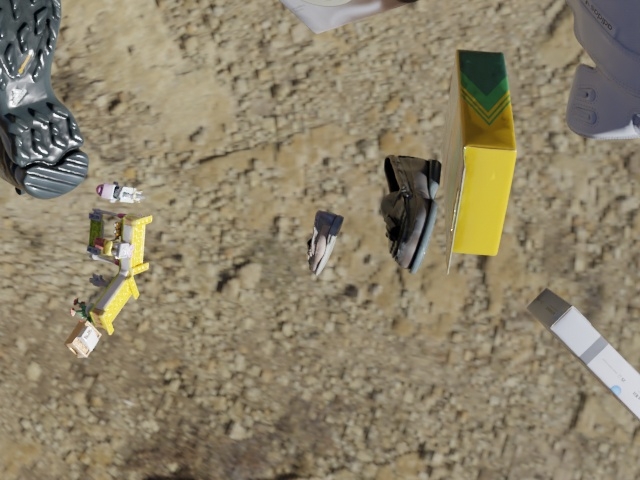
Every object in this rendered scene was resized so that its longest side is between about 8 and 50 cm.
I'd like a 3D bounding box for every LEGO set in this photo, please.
[{"bbox_3d":[-0.360,0.046,1.954,0.132,0.107,0.287,28,76,-67],"label":"LEGO set"}]

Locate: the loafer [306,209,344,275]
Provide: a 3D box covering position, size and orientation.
[{"bbox_3d":[0.000,0.000,1.721,0.039,0.125,0.045,28,50,5],"label":"loafer"}]

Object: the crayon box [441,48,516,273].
[{"bbox_3d":[0.240,-0.123,1.864,0.083,0.323,0.203,5,130,1],"label":"crayon box"}]

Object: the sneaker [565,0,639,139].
[{"bbox_3d":[0.219,-0.211,0.969,0.137,0.366,0.210,-25,139,-34],"label":"sneaker"}]

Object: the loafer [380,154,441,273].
[{"bbox_3d":[0.115,-0.042,1.699,0.084,0.267,0.096,19,120,-1],"label":"loafer"}]

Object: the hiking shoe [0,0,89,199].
[{"bbox_3d":[-0.346,-0.192,1.315,0.113,0.132,0.304,-15,103,-38],"label":"hiking shoe"}]

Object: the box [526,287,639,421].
[{"bbox_3d":[0.317,0.138,1.351,0.186,0.145,0.038,44,94,-5],"label":"box"}]

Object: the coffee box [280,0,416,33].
[{"bbox_3d":[0.047,-0.299,1.147,0.141,0.247,0.098,38,61,-33],"label":"coffee box"}]
